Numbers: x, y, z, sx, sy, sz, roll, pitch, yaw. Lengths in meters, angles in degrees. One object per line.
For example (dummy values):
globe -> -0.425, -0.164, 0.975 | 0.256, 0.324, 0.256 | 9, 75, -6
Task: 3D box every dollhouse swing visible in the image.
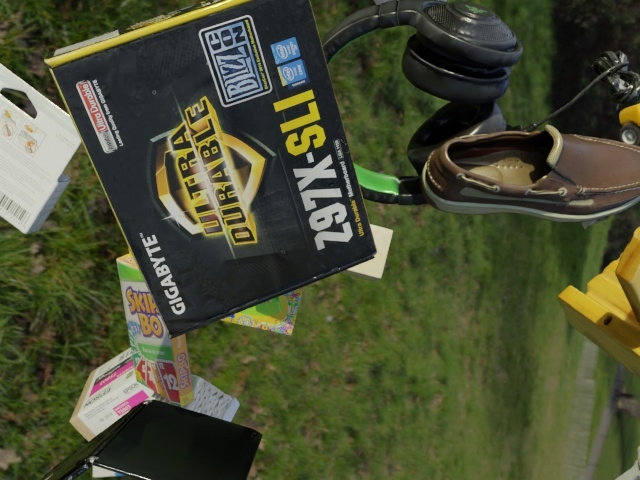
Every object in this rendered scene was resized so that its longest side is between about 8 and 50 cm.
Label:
dollhouse swing -> 0.492, -0.024, 1.050 | 0.347, 0.315, 0.305 | -42, 117, 1

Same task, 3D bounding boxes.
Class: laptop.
laptop -> -0.224, 0.290, 0.881 | 0.136, 0.264, 0.234 | 53, 4, -1

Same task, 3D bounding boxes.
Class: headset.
headset -> 0.172, -0.176, 0.895 | 0.185, 0.394, 0.243 | -75, 160, -55

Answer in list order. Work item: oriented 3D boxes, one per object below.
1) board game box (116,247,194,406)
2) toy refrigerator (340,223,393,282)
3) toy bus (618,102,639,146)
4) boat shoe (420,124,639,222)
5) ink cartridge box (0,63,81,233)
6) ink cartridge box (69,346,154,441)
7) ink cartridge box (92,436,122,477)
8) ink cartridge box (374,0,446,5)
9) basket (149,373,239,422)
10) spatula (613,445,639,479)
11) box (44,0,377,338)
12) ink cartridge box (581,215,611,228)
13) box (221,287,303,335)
board game box -> -0.268, 0.136, 1.209 | 0.039, 0.124, 0.259 | -24, 121, -44
toy refrigerator -> 0.000, 0.000, 1.502 | 0.094, 0.269, 0.102 | 98, 6, -81
toy bus -> 0.674, -0.107, 1.387 | 0.108, 0.130, 0.333 | -20, 93, -33
boat shoe -> 0.240, -0.074, 0.784 | 0.095, 0.257, 0.095 | 96, -13, -65
ink cartridge box -> -0.581, -0.187, 1.371 | 0.239, 0.275, 0.060 | -53, 179, 13
ink cartridge box -> -0.427, 0.321, 1.675 | 0.088, 0.234, 0.193 | 54, 11, -19
ink cartridge box -> -0.348, 0.444, 1.558 | 0.203, 0.148, 0.086 | 19, 61, -53
ink cartridge box -> 0.110, -0.561, 1.235 | 0.307, 0.129, 0.223 | 46, 47, -38
basket -> -0.241, 0.317, 1.286 | 0.103, 0.113, 0.167 | 49, 60, -37
spatula -> 0.351, 0.323, 0.821 | 0.242, 0.019, 0.168 | 115, -22, -43
box -> -0.101, -0.084, 0.792 | 0.257, 0.079, 0.322 | -22, 117, -10
ink cartridge box -> 0.349, -0.051, 0.941 | 0.083, 0.028, 0.048 | 88, -16, -72
box -> -0.167, 0.027, 1.698 | 0.177, 0.279, 0.290 | -105, -151, -76
